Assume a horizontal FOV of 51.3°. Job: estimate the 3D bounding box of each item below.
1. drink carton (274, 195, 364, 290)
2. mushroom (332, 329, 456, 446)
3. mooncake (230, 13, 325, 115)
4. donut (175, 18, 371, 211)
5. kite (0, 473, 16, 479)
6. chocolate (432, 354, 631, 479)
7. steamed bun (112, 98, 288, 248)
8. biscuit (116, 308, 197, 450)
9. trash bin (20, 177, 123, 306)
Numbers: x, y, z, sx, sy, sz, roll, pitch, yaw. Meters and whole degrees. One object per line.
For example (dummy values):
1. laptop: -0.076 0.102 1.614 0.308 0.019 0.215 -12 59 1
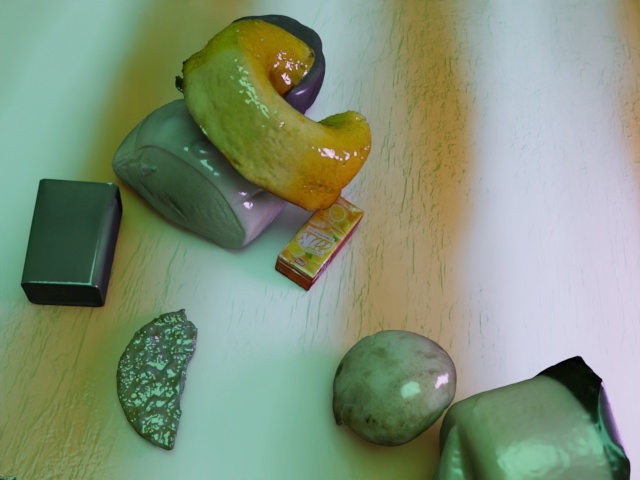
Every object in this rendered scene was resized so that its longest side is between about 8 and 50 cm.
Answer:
1. drink carton: 0.000 0.000 1.510 0.096 0.071 0.223 34 58 9
2. mushroom: 0.137 0.285 1.291 0.255 0.184 0.255 -17 47 19
3. mooncake: -0.133 -0.430 1.708 0.306 0.154 0.306 6 56 -9
4. donut: -0.082 -0.271 1.384 0.435 0.163 0.377 55 32 3
5. kite: -0.674 0.474 1.106 0.327 0.013 0.377 -21 62 -23
6. chocolate: 0.346 0.394 1.194 0.297 0.314 0.326 2 60 -7
7. steamed bun: -0.254 -0.175 1.470 0.383 0.236 0.247 33 51 8
8. biscuit: -0.325 0.259 1.299 0.141 0.038 0.290 8 55 -5
9. trash bin: -0.512 0.006 1.376 0.164 0.122 0.240 5 60 -8
